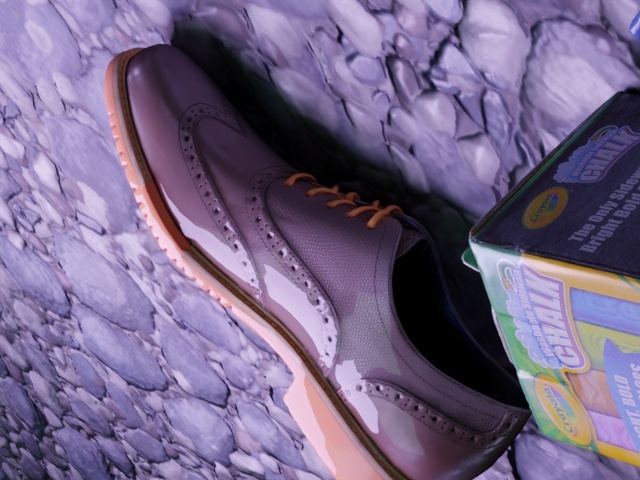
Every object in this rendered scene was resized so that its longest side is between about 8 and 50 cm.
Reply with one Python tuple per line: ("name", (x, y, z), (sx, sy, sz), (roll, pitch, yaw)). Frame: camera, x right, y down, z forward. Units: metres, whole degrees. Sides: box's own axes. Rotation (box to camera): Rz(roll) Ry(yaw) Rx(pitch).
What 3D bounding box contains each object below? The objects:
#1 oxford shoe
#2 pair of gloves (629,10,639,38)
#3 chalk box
("oxford shoe", (0.000, 0.000, 0.974), (0.133, 0.130, 0.363), (-41, 84, 29))
("pair of gloves", (0.145, -0.153, 0.642), (0.198, 0.023, 0.159), (45, 154, 7))
("chalk box", (0.167, 0.022, 0.716), (0.213, 0.132, 0.132), (15, 138, 47))
